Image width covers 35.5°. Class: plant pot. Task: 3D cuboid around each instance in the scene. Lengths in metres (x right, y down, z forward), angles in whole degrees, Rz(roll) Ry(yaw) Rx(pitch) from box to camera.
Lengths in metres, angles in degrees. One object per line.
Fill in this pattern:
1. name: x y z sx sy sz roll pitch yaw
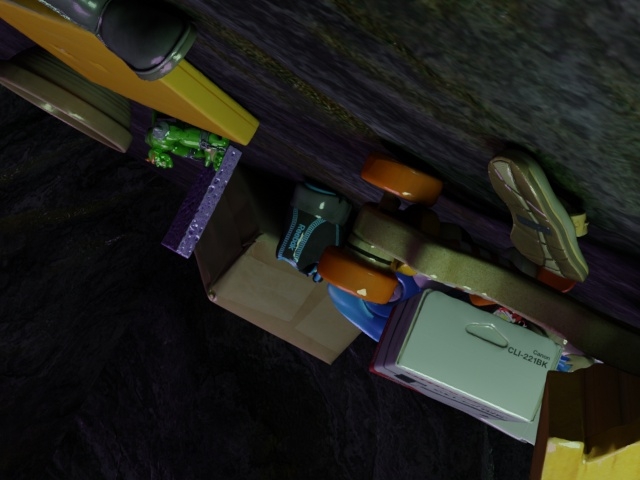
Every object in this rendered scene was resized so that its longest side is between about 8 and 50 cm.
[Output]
1. plant pot: -0.385 -0.243 1.570 0.237 0.109 0.237 28 176 2

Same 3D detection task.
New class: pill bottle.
1. pill bottle: 0.181 0.044 1.365 0.087 0.087 0.160 25 175 46

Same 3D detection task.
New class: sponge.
1. sponge: -0.211 -0.072 1.768 0.031 0.210 0.117 29 177 -22

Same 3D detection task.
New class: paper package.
1. paper package: -0.074 0.038 1.913 0.325 0.168 0.309 31 -162 -32

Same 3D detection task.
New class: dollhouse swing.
1. dollhouse swing: 0.383 0.166 0.941 0.347 0.305 0.315 6 136 11

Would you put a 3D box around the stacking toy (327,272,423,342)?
1. stacking toy: 0.121 0.055 1.724 0.175 0.166 0.302 38 -170 -3

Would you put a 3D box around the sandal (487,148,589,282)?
1. sandal: 0.188 -0.022 0.817 0.072 0.049 0.180 32 164 40

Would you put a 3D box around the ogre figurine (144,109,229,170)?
1. ogre figurine: -0.220 -0.162 1.610 0.118 0.097 0.197 12 -163 -16

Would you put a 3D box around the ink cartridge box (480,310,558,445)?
1. ink cartridge box: 0.334 0.238 1.861 0.353 0.207 0.119 28 175 21

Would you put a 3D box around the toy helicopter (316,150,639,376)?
1. toy helicopter: 0.185 0.046 0.995 0.355 0.140 0.235 30 -172 41

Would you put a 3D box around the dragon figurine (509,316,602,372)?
1. dragon figurine: 0.373 0.156 1.441 0.289 0.085 0.144 27 176 30

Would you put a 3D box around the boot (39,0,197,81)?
1. boot: -0.232 -0.239 0.923 0.208 0.076 0.190 41 168 -38

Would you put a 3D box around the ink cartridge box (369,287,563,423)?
1. ink cartridge box: 0.191 0.165 1.392 0.197 0.114 0.273 23 169 -1

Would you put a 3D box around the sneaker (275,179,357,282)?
1. sneaker: 0.000 0.000 1.712 0.125 0.139 0.341 25 176 20

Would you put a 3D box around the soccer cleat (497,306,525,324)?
1. soccer cleat: 0.338 0.126 1.744 0.035 0.029 0.083 21 -174 -42

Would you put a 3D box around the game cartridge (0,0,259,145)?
1. game cartridge: -0.267 -0.240 1.261 0.324 0.052 0.285 24 174 33
